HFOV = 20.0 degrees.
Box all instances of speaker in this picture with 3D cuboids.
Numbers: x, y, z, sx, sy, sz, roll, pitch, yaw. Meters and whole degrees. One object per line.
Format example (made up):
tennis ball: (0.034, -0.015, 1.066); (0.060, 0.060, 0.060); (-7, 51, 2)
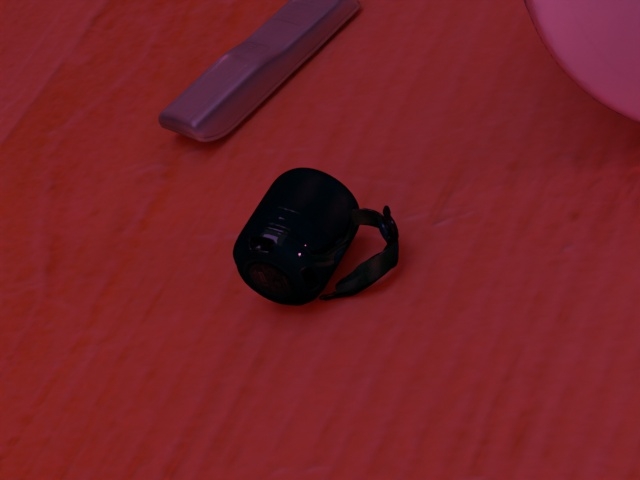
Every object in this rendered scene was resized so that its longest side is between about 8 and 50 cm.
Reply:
speaker: (0.002, 0.004, 1.083); (0.094, 0.060, 0.075); (23, 56, 12)

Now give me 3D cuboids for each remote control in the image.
remote control: (-0.045, -0.130, 1.305); (0.162, 0.029, 0.061); (-45, 36, -18)

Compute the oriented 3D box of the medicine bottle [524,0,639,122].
medicine bottle: (0.212, -0.221, 0.996); (0.253, 0.252, 0.241); (-25, 34, 14)
